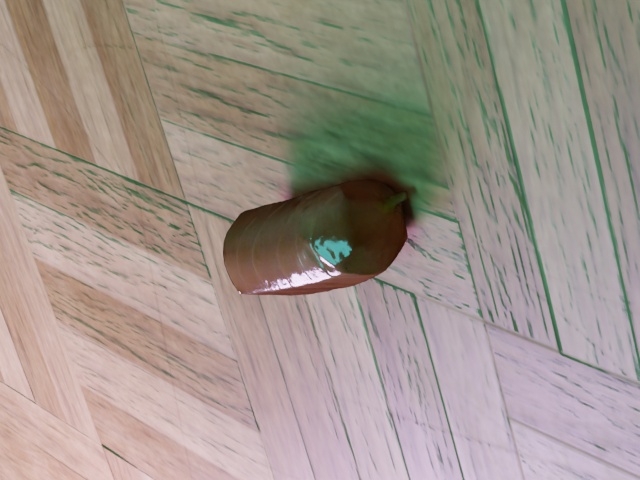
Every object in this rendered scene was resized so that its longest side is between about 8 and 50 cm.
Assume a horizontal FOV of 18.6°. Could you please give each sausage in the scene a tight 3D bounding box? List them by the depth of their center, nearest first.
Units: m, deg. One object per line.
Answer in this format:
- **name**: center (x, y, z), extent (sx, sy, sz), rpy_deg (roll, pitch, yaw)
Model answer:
- **sausage**: center (0.000, 0.001, 1.184), extent (0.065, 0.065, 0.169), rpy_deg (64, 154, -6)
